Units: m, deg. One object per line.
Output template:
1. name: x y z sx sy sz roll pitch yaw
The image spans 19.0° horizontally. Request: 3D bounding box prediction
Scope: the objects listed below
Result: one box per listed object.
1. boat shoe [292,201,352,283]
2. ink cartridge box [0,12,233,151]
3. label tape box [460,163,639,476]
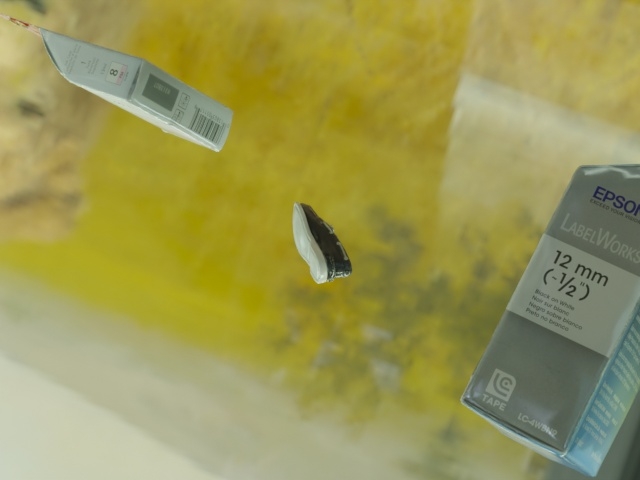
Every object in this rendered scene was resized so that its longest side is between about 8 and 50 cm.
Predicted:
1. boat shoe: 0.000 0.000 1.969 0.038 0.046 0.125 -7 -149 -14
2. ink cartridge box: -0.236 -0.175 2.101 0.232 0.066 0.189 16 174 32
3. label tape box: 0.267 0.032 1.745 0.115 0.348 0.249 24 175 18
